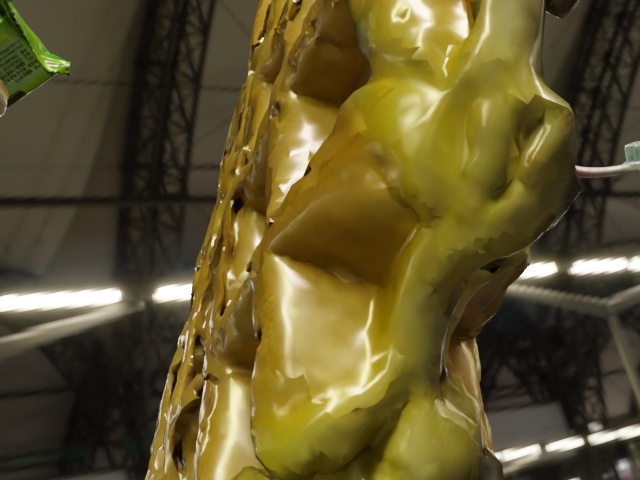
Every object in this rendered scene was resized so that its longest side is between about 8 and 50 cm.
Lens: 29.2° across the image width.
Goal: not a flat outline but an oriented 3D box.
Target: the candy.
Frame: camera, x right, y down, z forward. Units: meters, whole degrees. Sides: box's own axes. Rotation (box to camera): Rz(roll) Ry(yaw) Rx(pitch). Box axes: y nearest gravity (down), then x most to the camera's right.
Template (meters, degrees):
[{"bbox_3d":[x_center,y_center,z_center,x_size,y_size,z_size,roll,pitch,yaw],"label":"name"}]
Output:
[{"bbox_3d":[-0.291,-0.122,0.948,0.178,0.032,0.102,-34,-55,8],"label":"candy"}]

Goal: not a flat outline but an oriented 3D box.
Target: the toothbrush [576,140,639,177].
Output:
[{"bbox_3d":[0.151,-0.055,0.927,0.269,0.027,0.021,-7,0,-16],"label":"toothbrush"}]

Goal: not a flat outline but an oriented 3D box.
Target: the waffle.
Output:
[{"bbox_3d":[0.000,0.000,0.485,0.095,0.382,0.379,12,3,-9],"label":"waffle"}]

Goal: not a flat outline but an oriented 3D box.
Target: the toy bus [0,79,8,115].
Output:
[{"bbox_3d":[-0.340,-0.038,0.641,0.342,0.097,0.138,-32,-28,1],"label":"toy bus"}]
